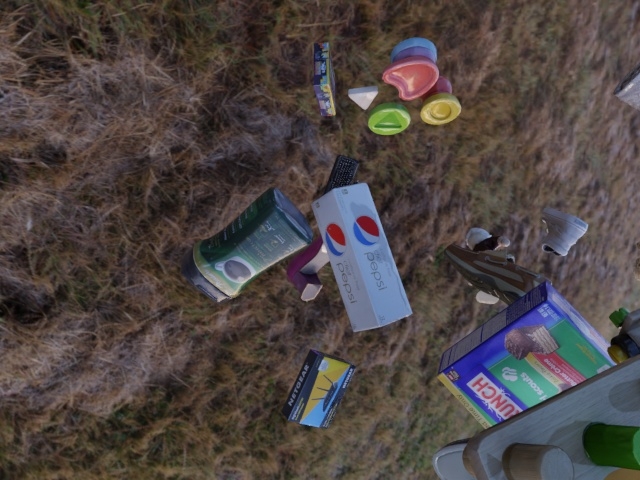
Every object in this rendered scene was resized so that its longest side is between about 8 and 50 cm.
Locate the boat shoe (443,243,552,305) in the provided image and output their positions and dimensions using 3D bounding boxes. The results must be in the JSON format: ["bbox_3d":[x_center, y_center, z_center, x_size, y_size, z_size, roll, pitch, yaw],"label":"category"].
[{"bbox_3d":[0.495,0.088,1.392,0.120,0.324,0.122,-49,135,-4],"label":"boat shoe"}]

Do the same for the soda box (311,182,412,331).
[{"bbox_3d":[0.061,0.025,0.768,0.069,0.074,0.216,-15,83,-33],"label":"soda box"}]

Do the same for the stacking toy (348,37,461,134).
[{"bbox_3d":[0.248,-0.462,1.494,0.309,0.280,0.130,36,47,-53],"label":"stacking toy"}]

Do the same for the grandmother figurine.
[{"bbox_3d":[0.570,0.061,1.720,0.104,0.208,0.342,37,26,-17],"label":"grandmother figurine"}]

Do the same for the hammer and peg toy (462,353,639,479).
[{"bbox_3d":[0.340,0.255,0.479,0.362,0.127,0.265,-15,76,-20],"label":"hammer and peg toy"}]

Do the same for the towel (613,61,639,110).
[{"bbox_3d":[0.548,-0.236,0.612,0.049,0.187,0.282,-57,180,-39],"label":"towel"}]

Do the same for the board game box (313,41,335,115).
[{"bbox_3d":[0.013,-0.475,1.476,0.170,0.048,0.141,64,25,-72],"label":"board game box"}]

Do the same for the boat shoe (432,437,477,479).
[{"bbox_3d":[0.360,0.400,0.908,0.091,0.303,0.114,-33,111,-58],"label":"boat shoe"}]

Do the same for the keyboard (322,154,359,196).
[{"bbox_3d":[0.072,-0.169,1.537,0.038,0.100,0.192,-84,-170,-48],"label":"keyboard"}]

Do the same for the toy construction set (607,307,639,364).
[{"bbox_3d":[0.650,0.198,0.855,0.257,0.237,0.309,-48,133,13],"label":"toy construction set"}]

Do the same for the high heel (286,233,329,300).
[{"bbox_3d":[0.000,0.000,1.564,0.127,0.181,0.377,17,118,-37],"label":"high heel"}]

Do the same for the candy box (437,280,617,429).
[{"bbox_3d":[0.469,0.295,1.112,0.317,0.268,0.122,-46,175,29],"label":"candy box"}]

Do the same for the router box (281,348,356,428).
[{"bbox_3d":[-0.003,0.378,1.260,0.133,0.046,0.178,25,89,-32],"label":"router box"}]

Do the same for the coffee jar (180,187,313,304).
[{"bbox_3d":[-0.109,0.012,0.718,0.184,0.079,0.096,-35,124,12],"label":"coffee jar"}]

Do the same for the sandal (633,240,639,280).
[{"bbox_3d":[0.881,0.076,1.334,0.079,0.088,0.240,-45,-178,26],"label":"sandal"}]

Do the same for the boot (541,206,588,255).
[{"bbox_3d":[0.719,-0.025,1.536,0.123,0.095,0.258,-58,177,10],"label":"boot"}]
